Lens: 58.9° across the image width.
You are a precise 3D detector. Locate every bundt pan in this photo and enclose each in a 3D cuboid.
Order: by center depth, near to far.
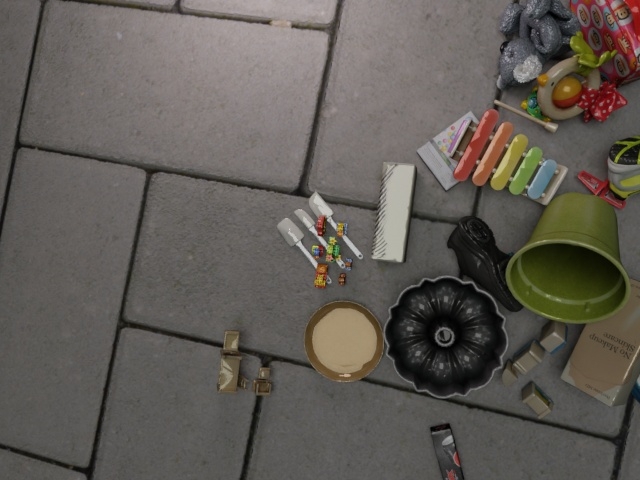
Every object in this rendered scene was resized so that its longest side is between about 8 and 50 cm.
[{"bbox_3d":[0.342,0.257,1.562,0.330,0.124,0.331,0,89,12],"label":"bundt pan"}]

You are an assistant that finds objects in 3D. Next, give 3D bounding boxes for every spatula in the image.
[{"bbox_3d":[0.000,0.000,1.689,0.168,0.019,0.242,-39,86,7],"label":"spatula"}]

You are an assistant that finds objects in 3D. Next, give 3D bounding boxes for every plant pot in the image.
[{"bbox_3d":[0.632,0.021,1.423,0.276,0.276,0.254,24,51,10],"label":"plant pot"},{"bbox_3d":[0.069,0.293,1.661,0.236,0.032,0.236,0,89,12],"label":"plant pot"}]

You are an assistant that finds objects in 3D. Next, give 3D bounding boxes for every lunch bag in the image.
[{"bbox_3d":[0.752,-0.550,1.430,0.120,0.258,0.293,-24,85,10],"label":"lunch bag"}]

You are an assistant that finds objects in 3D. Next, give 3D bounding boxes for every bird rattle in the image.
[{"bbox_3d":[0.658,-0.397,1.463,0.207,0.253,0.143,-25,48,7],"label":"bird rattle"}]

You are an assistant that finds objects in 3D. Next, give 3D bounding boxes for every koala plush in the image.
[{"bbox_3d":[0.559,-0.503,1.507,0.203,0.196,0.221,30,91,-10],"label":"koala plush"}]

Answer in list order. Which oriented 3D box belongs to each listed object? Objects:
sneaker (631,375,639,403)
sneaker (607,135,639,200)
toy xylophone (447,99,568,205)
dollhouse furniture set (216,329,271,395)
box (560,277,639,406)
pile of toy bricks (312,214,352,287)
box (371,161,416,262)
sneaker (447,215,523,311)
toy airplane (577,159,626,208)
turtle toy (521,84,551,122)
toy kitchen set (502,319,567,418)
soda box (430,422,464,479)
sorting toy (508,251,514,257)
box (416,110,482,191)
[{"bbox_3d":[0.901,0.419,1.478,0.228,0.087,0.092,44,90,2],"label":"sneaker"},{"bbox_3d":[0.926,-0.203,1.470,0.384,0.145,0.147,-7,129,1],"label":"sneaker"},{"bbox_3d":[0.507,-0.241,1.527,0.322,0.081,0.236,18,101,-3],"label":"toy xylophone"},{"bbox_3d":[-0.220,0.360,1.703,0.161,0.101,0.182,7,90,-14],"label":"dollhouse furniture set"},{"bbox_3d":[0.758,0.251,1.446,0.148,0.121,0.311,27,100,42],"label":"box"},{"bbox_3d":[0.030,0.036,1.622,0.118,0.105,0.212,6,93,8],"label":"pile of toy bricks"},{"bbox_3d":[0.210,-0.076,1.601,0.094,0.113,0.275,7,89,12],"label":"box"},{"bbox_3d":[0.451,0.074,1.540,0.109,0.130,0.286,-15,65,-30],"label":"sneaker"},{"bbox_3d":[0.773,-0.158,1.535,0.151,0.028,0.151,0,92,6],"label":"toy airplane"},{"bbox_3d":[0.618,-0.390,1.550,0.095,0.066,0.130,35,95,9],"label":"turtle toy"},{"bbox_3d":[0.617,0.345,1.531,0.166,0.122,0.207,45,117,8],"label":"toy kitchen set"},{"bbox_3d":[0.357,0.606,1.588,0.060,0.053,0.169,-15,87,10],"label":"soda box"},{"bbox_3d":[0.531,0.067,1.563,0.102,0.061,0.042,-21,121,44],"label":"sorting toy"},{"bbox_3d":[0.390,-0.250,1.606,0.186,0.038,0.145,-35,84,7],"label":"box"}]
